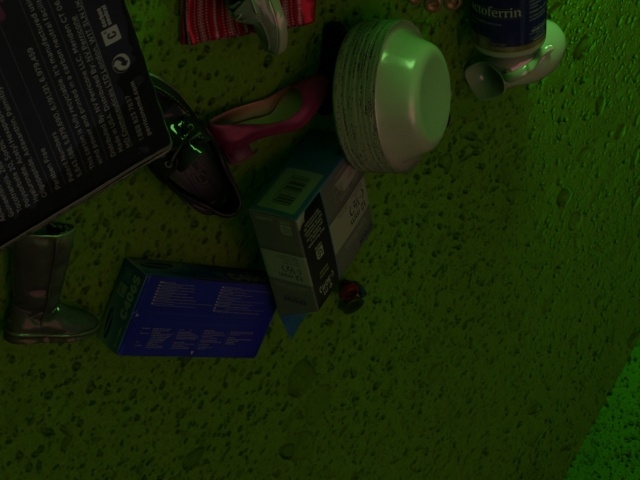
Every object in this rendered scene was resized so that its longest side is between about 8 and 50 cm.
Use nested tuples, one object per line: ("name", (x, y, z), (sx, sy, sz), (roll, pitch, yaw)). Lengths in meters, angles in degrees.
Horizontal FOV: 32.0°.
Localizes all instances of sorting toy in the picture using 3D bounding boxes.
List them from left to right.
("sorting toy", (0.064, 0.113, 2.409), (0.061, 0.042, 0.102), (-26, 146, -10))

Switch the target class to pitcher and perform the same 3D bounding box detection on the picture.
("pitcher", (0.430, -0.380, 2.330), (0.207, 0.177, 0.126), (-34, 109, -21))

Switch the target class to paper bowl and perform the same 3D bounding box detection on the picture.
("paper bowl", (0.144, -0.264, 2.056), (0.284, 0.148, 0.284), (-18, 111, -61))

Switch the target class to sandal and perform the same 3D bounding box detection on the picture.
("sandal", (0.026, -0.316, 2.058), (0.040, 0.067, 0.179), (-21, 127, -49))

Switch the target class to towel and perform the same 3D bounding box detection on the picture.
("towel", (-0.113, -0.436, 1.862), (0.274, 0.031, 0.199), (-18, 127, -36))

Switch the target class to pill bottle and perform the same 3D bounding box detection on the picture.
("pill bottle", (0.370, -0.508, 2.199), (0.153, 0.153, 0.265), (-32, 134, -26))

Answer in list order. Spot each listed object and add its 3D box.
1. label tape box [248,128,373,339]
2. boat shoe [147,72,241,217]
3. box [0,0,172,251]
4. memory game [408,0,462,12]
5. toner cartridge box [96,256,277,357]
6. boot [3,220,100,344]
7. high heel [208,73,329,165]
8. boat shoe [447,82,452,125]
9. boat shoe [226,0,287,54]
("label tape box", (0.000, 0.000, 2.143), (0.249, 0.115, 0.348), (-55, 144, -37))
("boat shoe", (-0.230, -0.147, 1.874), (0.127, 0.113, 0.340), (-42, 138, -15))
("box", (-0.515, -0.185, 1.278), (0.471, 0.480, 0.297), (-36, 135, -23))
("memory game", (0.232, -0.514, 2.095), (0.186, 0.012, 0.186), (-5, 124, -7))
("toner cartridge box", (-0.236, 0.131, 2.087), (0.347, 0.075, 0.165), (8, 109, -48))
("boot", (-0.437, 0.067, 1.857), (0.189, 0.076, 0.209), (-5, 112, -46))
("high heel", (-0.091, -0.240, 1.978), (0.244, 0.082, 0.117), (-34, 147, -6))
("boat shoe", (0.226, -0.301, 2.255), (0.084, 0.079, 0.233), (-43, 140, -18))
("boat shoe", (-0.119, -0.397, 1.809), (0.081, 0.079, 0.228), (-28, 126, -15))
